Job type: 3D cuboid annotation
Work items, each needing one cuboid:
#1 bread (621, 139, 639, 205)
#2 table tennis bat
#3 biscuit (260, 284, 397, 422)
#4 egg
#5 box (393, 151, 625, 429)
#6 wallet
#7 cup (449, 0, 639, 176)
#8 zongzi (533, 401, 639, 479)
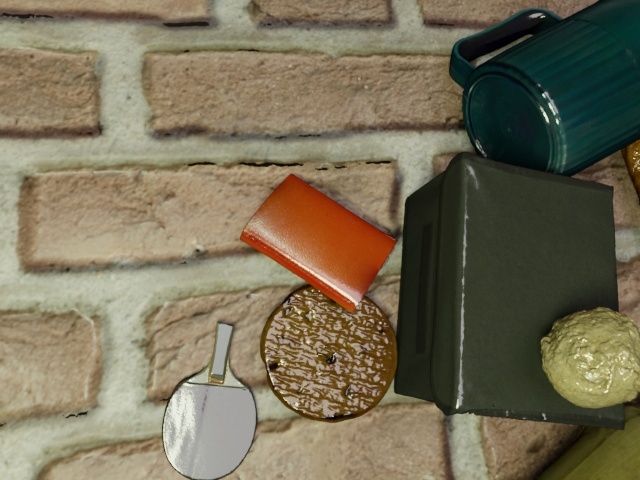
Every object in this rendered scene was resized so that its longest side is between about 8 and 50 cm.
[{"bbox_3d":[0.636,-0.053,1.023,0.124,0.084,0.343,-16,82,2],"label":"bread"},{"bbox_3d":[-0.151,0.226,0.807,0.130,0.019,0.220,10,77,-12],"label":"table tennis bat"},{"bbox_3d":[0.015,0.165,0.850,0.212,0.036,0.212,3,76,-15],"label":"biscuit"},{"bbox_3d":[0.326,0.137,0.675,0.140,0.116,0.118,-22,60,-44],"label":"egg"},{"bbox_3d":[0.268,0.084,0.840,0.251,0.204,0.345,9,76,-12],"label":"box"},{"bbox_3d":[0.000,0.000,0.863,0.204,0.045,0.142,33,62,4],"label":"wallet"},{"bbox_3d":[0.396,-0.263,0.930,0.292,0.242,0.307,-30,88,-15],"label":"cup"},{"bbox_3d":[0.473,0.489,0.793,0.500,0.218,0.467,-41,100,-8],"label":"zongzi"}]
